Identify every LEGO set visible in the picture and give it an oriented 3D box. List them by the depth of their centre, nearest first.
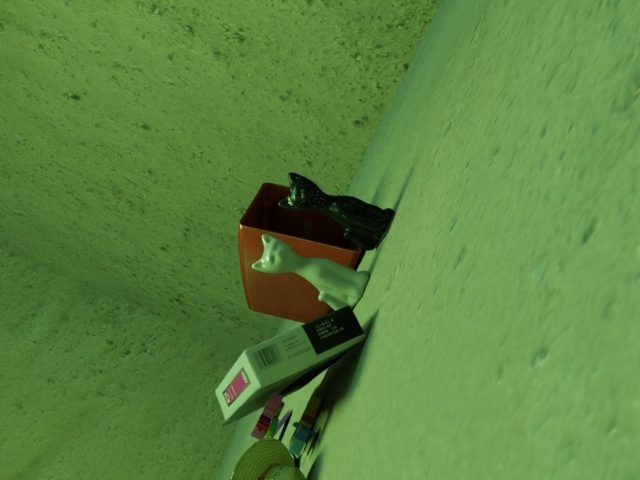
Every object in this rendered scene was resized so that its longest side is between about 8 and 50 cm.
[{"bbox_3d":[-0.044,0.280,1.142,0.093,0.087,0.227,-64,-4,-10],"label":"LEGO set"}]

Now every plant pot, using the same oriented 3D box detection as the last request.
[{"bbox_3d":[-0.048,0.043,1.659,0.267,0.267,0.235,-71,-7,-64],"label":"plant pot"}]

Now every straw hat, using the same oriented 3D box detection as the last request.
[{"bbox_3d":[-0.052,0.332,0.945,0.061,0.144,0.144,-12,40,34],"label":"straw hat"}]

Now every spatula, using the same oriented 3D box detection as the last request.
[{"bbox_3d":[-0.131,0.493,1.512,0.084,0.030,0.296,127,167,-68],"label":"spatula"}]

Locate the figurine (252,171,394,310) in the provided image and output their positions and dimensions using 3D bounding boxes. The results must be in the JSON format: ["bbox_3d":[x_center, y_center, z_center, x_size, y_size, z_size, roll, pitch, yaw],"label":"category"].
[{"bbox_3d":[0.000,0.000,1.314,0.092,0.210,0.214,122,171,-73],"label":"figurine"}]

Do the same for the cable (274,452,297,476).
[{"bbox_3d":[-0.080,0.418,1.120,0.150,0.047,0.184,-60,1,14],"label":"cable"}]

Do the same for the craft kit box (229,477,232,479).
[{"bbox_3d":[-0.219,0.657,1.608,0.246,0.061,0.249,125,169,-63],"label":"craft kit box"}]

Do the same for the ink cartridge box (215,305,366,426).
[{"bbox_3d":[-0.067,0.215,1.159,0.176,0.069,0.371,-21,-17,-24],"label":"ink cartridge box"}]
